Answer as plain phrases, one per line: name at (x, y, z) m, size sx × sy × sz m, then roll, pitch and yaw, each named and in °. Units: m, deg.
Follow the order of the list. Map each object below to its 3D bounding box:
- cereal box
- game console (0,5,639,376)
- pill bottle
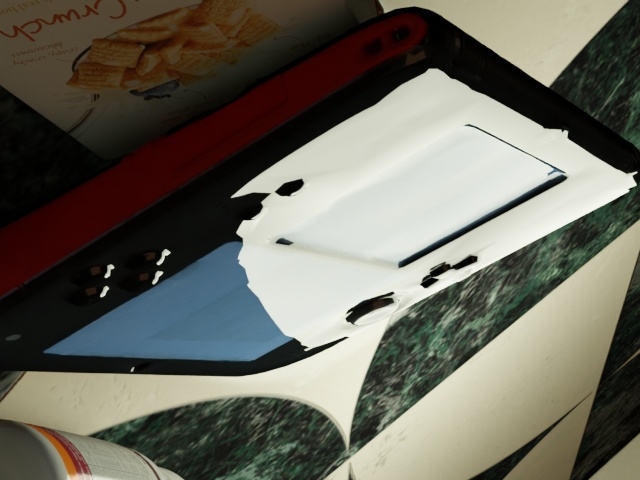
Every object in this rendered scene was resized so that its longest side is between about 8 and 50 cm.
cereal box at (-0.082, -0.116, 0.556) m, size 0.173 × 0.047 × 0.240 m, roll -14°, pitch 158°, yaw 16°
game console at (0.000, 0.000, 0.764) m, size 0.342 × 0.060 × 0.386 m, roll -25°, pitch 163°, yaw 24°
pill bottle at (-0.175, 0.198, 0.873) m, size 0.121 × 0.121 × 0.221 m, roll -47°, pitch 154°, yaw 3°
